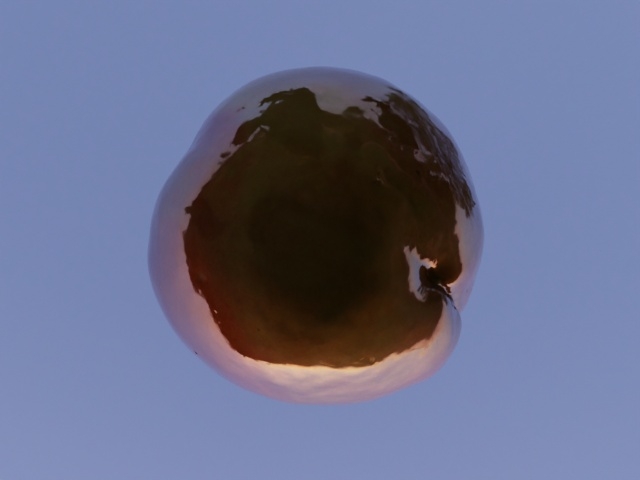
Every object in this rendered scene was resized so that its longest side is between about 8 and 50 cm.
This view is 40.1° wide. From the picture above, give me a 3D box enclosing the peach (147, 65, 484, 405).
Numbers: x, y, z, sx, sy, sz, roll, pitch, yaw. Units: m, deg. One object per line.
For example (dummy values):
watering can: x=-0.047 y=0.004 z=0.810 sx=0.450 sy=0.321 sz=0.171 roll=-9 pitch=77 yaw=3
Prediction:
peach: x=0.000 y=0.000 z=0.461 sx=0.184 sy=0.184 sz=0.184 roll=0 pitch=-87 yaw=-1
